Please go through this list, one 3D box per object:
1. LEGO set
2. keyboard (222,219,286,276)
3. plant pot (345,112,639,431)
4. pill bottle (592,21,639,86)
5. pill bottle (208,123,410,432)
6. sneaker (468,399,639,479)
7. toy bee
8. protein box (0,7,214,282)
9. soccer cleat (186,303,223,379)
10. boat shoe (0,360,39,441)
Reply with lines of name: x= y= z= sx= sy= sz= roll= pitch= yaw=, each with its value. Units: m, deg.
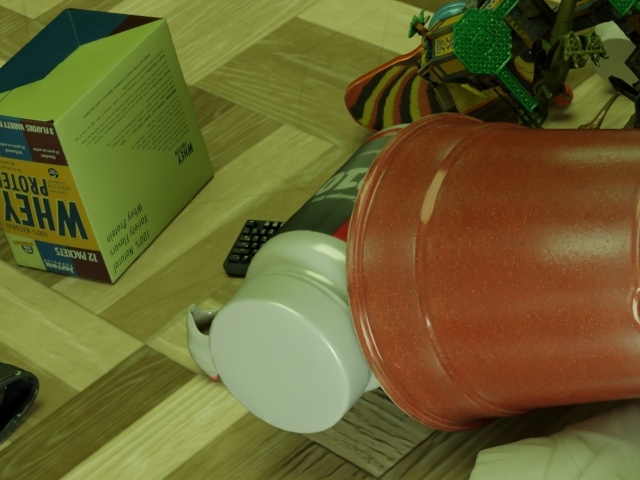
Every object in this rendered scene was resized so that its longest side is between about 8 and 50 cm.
LEGO set: x=0.224 y=-0.145 z=1.861 sx=0.255 sy=0.331 sz=0.192 roll=-57 pitch=17 yaw=-17
keyboard: x=0.000 y=0.000 z=1.952 sx=0.180 sy=0.023 sz=0.108 roll=4 pitch=40 yaw=25
plant pot: x=0.208 y=0.021 z=1.568 sx=0.265 sy=0.272 sz=0.272 roll=-4 pitch=33 yaw=46
pill bottle: x=0.342 y=-0.230 z=2.076 sx=0.086 sy=0.086 sz=0.152 roll=5 pitch=41 yaw=27
pill bottle: x=0.035 y=0.031 z=1.703 sx=0.161 sy=0.161 sz=0.283 roll=8 pitch=36 yaw=31
sneaker: x=0.197 y=0.241 z=1.483 sx=0.169 sy=0.108 sz=0.292 roll=-16 pitch=25 yaw=4
toy bee: x=0.179 y=-0.182 z=2.031 sx=0.298 sy=0.162 sz=0.195 roll=-36 pitch=6 yaw=30
protein box: x=-0.241 y=-0.101 z=2.029 sx=0.136 sy=0.201 sz=0.200 roll=10 pitch=43 yaw=32
soccer cleat: x=-0.032 y=0.087 z=1.798 sx=0.196 sy=0.076 sz=0.068 roll=-5 pitch=37 yaw=15
boat shoe: x=-0.335 y=0.190 z=1.786 sx=0.076 sy=0.080 sz=0.228 roll=5 pitch=33 yaw=29
